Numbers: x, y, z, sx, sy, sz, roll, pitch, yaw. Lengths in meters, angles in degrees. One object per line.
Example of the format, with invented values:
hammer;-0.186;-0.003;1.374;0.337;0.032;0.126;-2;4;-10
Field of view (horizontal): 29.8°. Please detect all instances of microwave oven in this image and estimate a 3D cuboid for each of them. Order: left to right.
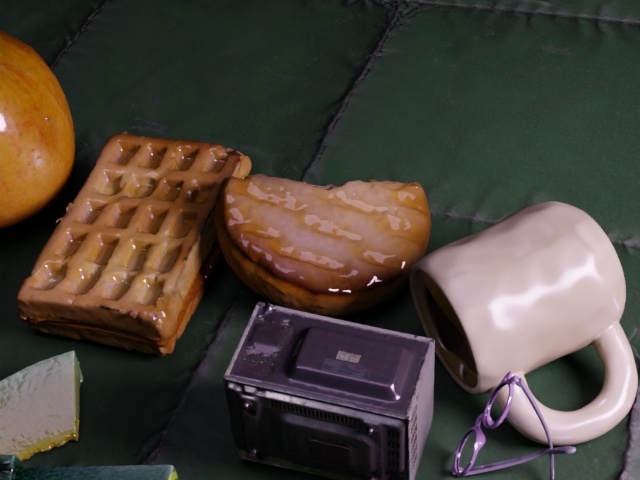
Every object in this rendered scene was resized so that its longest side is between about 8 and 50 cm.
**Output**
microwave oven;0.011;0.176;1.298;0.205;0.163;0.129;10;49;15

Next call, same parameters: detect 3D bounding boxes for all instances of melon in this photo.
melon;-0.379;0.234;1.403;0.262;0.053;0.114;-32;66;-17

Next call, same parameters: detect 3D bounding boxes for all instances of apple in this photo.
apple;-0.490;-0.148;1.658;0.299;0.275;0.299;-15;43;14

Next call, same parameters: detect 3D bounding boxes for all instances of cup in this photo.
cup;0.244;0.085;1.342;0.202;0.173;0.255;-23;45;-12

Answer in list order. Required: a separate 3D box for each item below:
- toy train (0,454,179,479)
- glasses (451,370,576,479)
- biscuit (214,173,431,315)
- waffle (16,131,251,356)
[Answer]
toy train;-0.277;0.308;1.233;0.330;0.138;0.178;-2;40;6
glasses;0.214;0.215;1.278;0.104;0.140;0.062;22;26;-8
biscuit;0.000;0.001;1.511;0.274;0.091;0.213;9;53;-6
waffle;-0.237;-0.001;1.575;0.224;0.098;0.327;6;47;18
